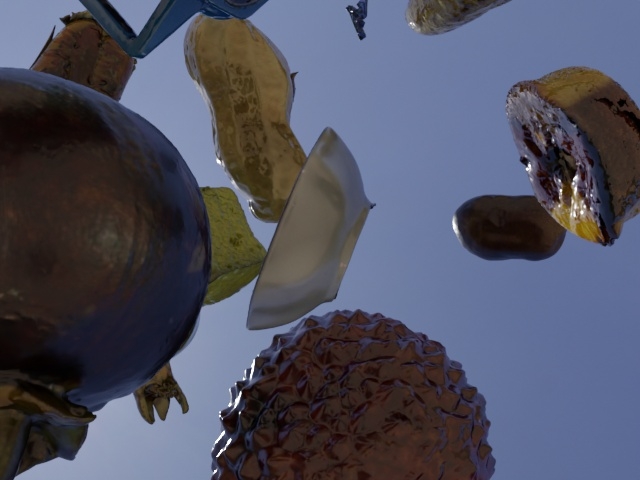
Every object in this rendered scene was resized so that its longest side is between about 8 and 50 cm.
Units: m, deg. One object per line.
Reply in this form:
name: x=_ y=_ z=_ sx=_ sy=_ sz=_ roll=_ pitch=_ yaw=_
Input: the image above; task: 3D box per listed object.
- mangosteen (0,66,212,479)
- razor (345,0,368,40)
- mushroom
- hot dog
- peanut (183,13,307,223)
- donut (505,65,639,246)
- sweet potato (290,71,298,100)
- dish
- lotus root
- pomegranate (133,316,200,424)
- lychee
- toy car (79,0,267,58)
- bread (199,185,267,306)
mangosteen: x=-0.178 y=0.044 z=0.384 sx=0.231 sy=0.231 sz=0.289 roll=5 pitch=-117 yaw=-12
razor: x=0.060 y=-0.565 z=1.433 sx=0.056 sy=0.324 sz=0.093 roll=-20 pitch=-119 yaw=5
mushroom: x=0.407 y=-0.044 z=1.430 sx=0.227 sy=0.148 sz=0.217 roll=9 pitch=-158 yaw=28
hot dog: x=-0.432 y=-0.278 z=1.226 sx=0.163 sy=0.082 sz=0.270 roll=33 pitch=-106 yaw=-32
peanut: x=-0.090 y=-0.162 z=0.906 sx=0.130 sy=0.130 sz=0.290 roll=-19 pitch=-79 yaw=-21
donut: x=0.198 y=-0.065 z=0.522 sx=0.059 sy=0.140 sz=0.140 roll=-29 pitch=-104 yaw=-5
sweet potato: x=-0.078 y=-0.214 z=1.162 sx=0.067 sy=0.274 sz=0.067 roll=3 pitch=-101 yaw=-14
dish: x=0.000 y=0.000 z=0.597 sx=0.066 sy=0.190 sz=0.190 roll=22 pitch=-116 yaw=2
lotus root: x=0.198 y=-0.348 z=0.917 sx=0.097 sy=0.258 sz=0.110 roll=27 pitch=-113 yaw=-25
pomegranate: x=-0.234 y=0.108 z=0.894 sx=0.198 sy=0.198 sz=0.246 roll=-38 pitch=-78 yaw=-25
lychee: x=0.061 y=0.308 z=1.063 sx=0.500 sy=0.424 sz=0.424 roll=-21 pitch=-108 yaw=-50
toy car: x=-0.096 y=-0.155 z=0.333 sx=0.100 sy=0.191 sz=0.097 roll=-46 pitch=-104 yaw=18
bread: x=-0.134 y=0.009 z=0.769 sx=0.129 sy=0.111 sz=0.114 roll=-20 pitch=-114 yaw=-49
